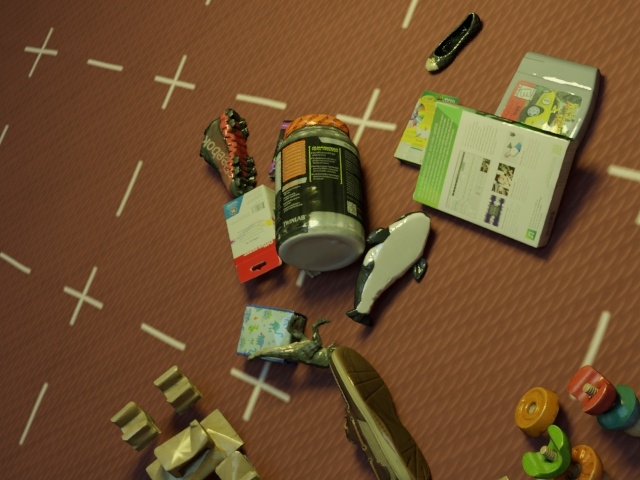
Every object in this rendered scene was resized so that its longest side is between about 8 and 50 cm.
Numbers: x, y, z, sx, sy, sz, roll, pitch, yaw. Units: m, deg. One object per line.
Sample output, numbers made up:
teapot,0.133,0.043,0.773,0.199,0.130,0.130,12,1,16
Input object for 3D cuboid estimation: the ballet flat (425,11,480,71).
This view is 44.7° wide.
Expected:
ballet flat,0.312,-0.477,1.868,0.173,0.049,0.057,-47,55,10

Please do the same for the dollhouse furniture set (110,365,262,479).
dollhouse furniture set,-0.356,0.585,1.858,0.394,0.256,0.362,-39,56,-11

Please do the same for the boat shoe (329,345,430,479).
boat shoe,0.097,0.391,1.660,0.123,0.123,0.342,-41,70,26

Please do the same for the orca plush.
orca plush,0.154,0.058,1.784,0.151,0.102,0.287,18,95,-10

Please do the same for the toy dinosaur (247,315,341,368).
toy dinosaur,-0.032,0.232,1.767,0.268,0.064,0.118,5,86,9

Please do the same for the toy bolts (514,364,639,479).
toy bolts,0.498,0.349,1.455,0.228,0.158,0.218,-53,14,17

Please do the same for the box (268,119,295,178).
box,-0.066,-0.234,2.030,0.116,0.029,0.162,8,77,34

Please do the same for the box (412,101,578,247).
box,0.365,-0.148,1.670,0.322,0.058,0.232,25,112,34

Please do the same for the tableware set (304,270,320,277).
tableware set,0.000,0.000,1.915,0.169,0.020,0.141,-39,58,15

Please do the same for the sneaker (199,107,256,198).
sneaker,-0.255,-0.219,2.100,0.135,0.098,0.276,-25,60,22

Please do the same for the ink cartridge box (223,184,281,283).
ink cartridge box,-0.155,-0.008,1.977,0.134,0.078,0.231,-26,62,23

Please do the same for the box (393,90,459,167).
box,0.256,-0.260,1.835,0.105,0.043,0.179,23,89,35

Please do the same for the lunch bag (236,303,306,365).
lunch bag,-0.123,0.225,1.869,0.151,0.096,0.128,7,77,23

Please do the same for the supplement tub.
supplement tub,-0.004,-0.115,1.829,0.207,0.207,0.337,-17,57,26

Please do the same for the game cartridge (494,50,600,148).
game cartridge,0.478,-0.259,1.693,0.196,0.060,0.294,25,88,31

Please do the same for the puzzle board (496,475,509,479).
puzzle board,0.352,0.541,1.522,0.096,0.011,0.128,-33,60,17
